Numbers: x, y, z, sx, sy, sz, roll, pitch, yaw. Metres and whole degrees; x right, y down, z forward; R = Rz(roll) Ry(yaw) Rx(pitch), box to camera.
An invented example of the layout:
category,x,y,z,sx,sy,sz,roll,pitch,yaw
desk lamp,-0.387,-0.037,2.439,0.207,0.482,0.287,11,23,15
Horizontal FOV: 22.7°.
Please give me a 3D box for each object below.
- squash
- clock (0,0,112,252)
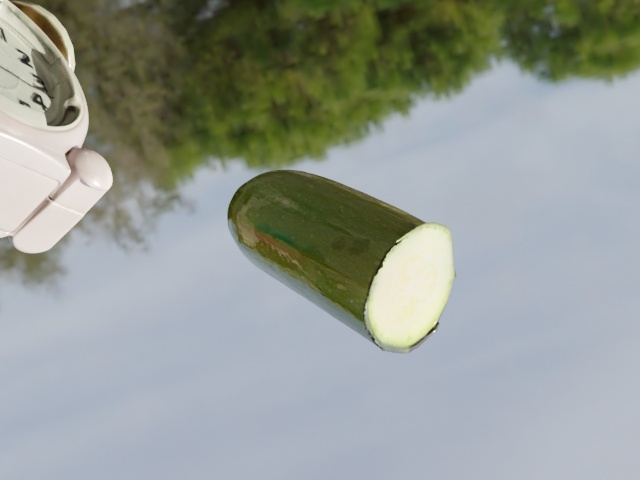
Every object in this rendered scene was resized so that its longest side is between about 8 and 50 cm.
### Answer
category,x,y,z,sx,sy,sz,roll,pitch,yaw
squash,0.000,0.000,1.122,0.095,0.095,0.188,-29,-140,-34
clock,-0.407,-0.177,1.786,0.184,0.342,0.326,-35,-128,21
